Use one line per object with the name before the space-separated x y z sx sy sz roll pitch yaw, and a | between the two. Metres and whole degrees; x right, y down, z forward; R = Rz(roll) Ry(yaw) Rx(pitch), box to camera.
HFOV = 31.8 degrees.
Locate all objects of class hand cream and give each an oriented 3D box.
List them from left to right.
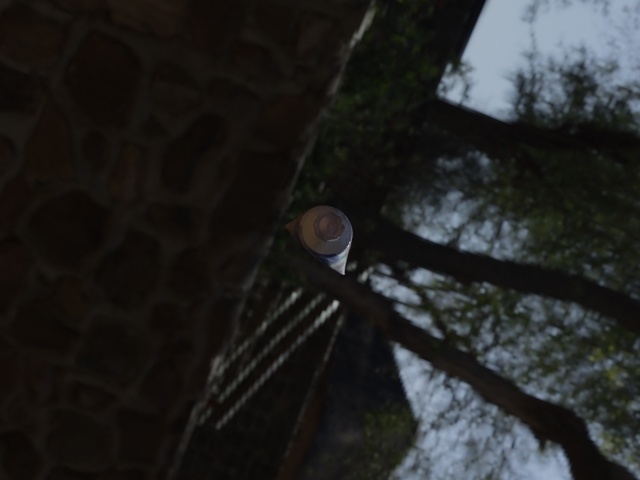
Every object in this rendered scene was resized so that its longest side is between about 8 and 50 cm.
hand cream | 0.000 0.000 1.170 0.053 0.084 0.142 -49 178 -15
